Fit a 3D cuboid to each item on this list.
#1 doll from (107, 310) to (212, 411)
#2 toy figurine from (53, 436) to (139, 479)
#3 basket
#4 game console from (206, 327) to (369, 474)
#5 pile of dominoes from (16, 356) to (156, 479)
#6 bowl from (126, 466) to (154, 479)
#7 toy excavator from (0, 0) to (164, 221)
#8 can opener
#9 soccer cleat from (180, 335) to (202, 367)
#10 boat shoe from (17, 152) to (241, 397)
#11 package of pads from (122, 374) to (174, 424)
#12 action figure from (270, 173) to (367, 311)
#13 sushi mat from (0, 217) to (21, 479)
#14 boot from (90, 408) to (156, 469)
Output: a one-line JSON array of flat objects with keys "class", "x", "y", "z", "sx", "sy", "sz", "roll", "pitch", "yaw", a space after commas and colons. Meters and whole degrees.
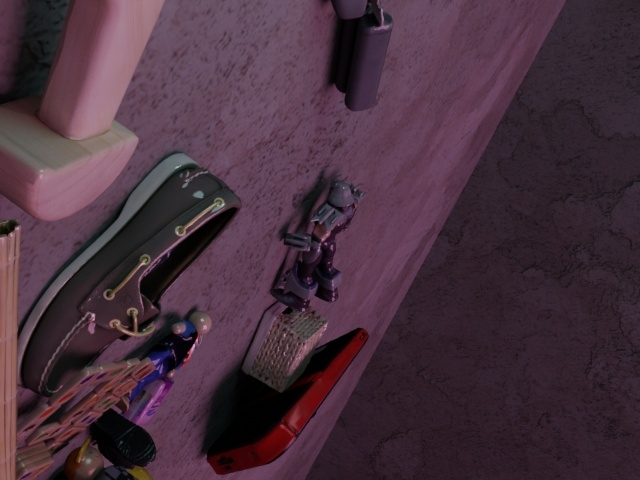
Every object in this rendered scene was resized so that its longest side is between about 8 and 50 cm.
[{"class": "doll", "x": -0.220, "y": 0.160, "z": 1.090, "sx": 0.189, "sy": 0.046, "sz": 0.129, "roll": -40, "pitch": 159, "yaw": -45}, {"class": "toy figurine", "x": -0.330, "y": 0.378, "z": 0.974, "sx": 0.209, "sy": 0.148, "sz": 0.213, "roll": -53, "pitch": 180, "yaw": -35}, {"class": "basket", "x": -0.070, "y": 0.209, "z": 1.539, "sx": 0.113, "sy": 0.103, "sz": 0.167, "roll": -35, "pitch": 153, "yaw": -56}, {"class": "game console", "x": -0.077, "y": 0.352, "z": 1.641, "sx": 0.342, "sy": 0.060, "sz": 0.386, "roll": -44, "pitch": -176, "yaw": -34}, {"class": "pile of dominoes", "x": -0.293, "y": 0.225, "z": 0.872, "sx": 0.251, "sy": 0.040, "sz": 0.196, "roll": -40, "pitch": 168, "yaw": 10}, {"class": "bowl", "x": -0.345, "y": 0.530, "z": 1.263, "sx": 0.289, "sy": 0.156, "sz": 0.289, "roll": -51, "pitch": 164, "yaw": -21}, {"class": "toy excavator", "x": -0.118, "y": -0.208, "z": 0.396, "sx": 0.433, "sy": 0.222, "sz": 0.445, "roll": -56, "pitch": 173, "yaw": 3}, {"class": "can opener", "x": 0.039, "y": -0.278, "z": 0.983, "sx": 0.095, "sy": 0.076, "sz": 0.283, "roll": -15, "pitch": 150, "yaw": -16}, {"class": "soccer cleat", "x": -0.204, "y": 0.165, "z": 1.184, "sx": 0.083, "sy": 0.029, "sz": 0.035, "roll": -61, "pitch": 160, "yaw": 2}, {"class": "boat shoe", "x": -0.205, "y": 0.047, "z": 0.814, "sx": 0.305, "sy": 0.091, "sz": 0.109, "roll": -53, "pitch": 164, "yaw": -10}, {"class": "package of pads", "x": -0.261, "y": 0.241, "z": 1.158, "sx": 0.083, "sy": 0.032, "sz": 0.050, "roll": -56, "pitch": 168, "yaw": 1}, {"class": "action figure", "x": 0.000, "y": 0.000, "z": 1.356, "sx": 0.185, "sy": 0.099, "sz": 0.285, "roll": -30, "pitch": 147, "yaw": -44}, {"class": "sushi mat", "x": -0.274, "y": 0.127, "z": 0.507, "sx": 0.151, "sy": 0.019, "sz": 0.317, "roll": -19, "pitch": 138, "yaw": -39}, {"class": "boot", "x": -0.274, "y": 0.291, "z": 1.064, "sx": 0.045, "sy": 0.121, "sz": 0.099, "roll": -42, "pitch": 153, "yaw": -36}]
